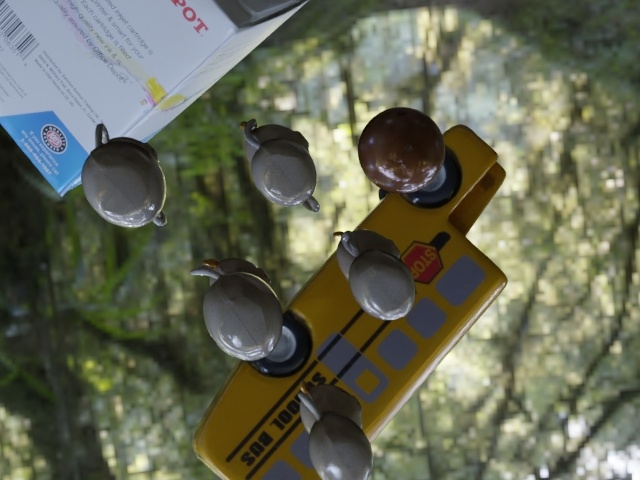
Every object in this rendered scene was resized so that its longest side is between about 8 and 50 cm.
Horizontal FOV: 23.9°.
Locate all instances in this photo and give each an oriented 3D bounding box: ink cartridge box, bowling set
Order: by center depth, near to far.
[{"bbox_3d":[0.000,0.000,0.979,0.200,0.287,0.154,-36,-171,1],"label":"bowling set"},{"bbox_3d":[-0.164,-0.189,1.290,0.233,0.171,0.168,-37,-178,28],"label":"ink cartridge box"}]

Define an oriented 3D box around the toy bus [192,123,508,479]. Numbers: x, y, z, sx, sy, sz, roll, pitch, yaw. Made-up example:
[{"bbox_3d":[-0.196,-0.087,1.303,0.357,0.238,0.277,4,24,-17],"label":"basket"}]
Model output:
[{"bbox_3d":[0.034,0.065,1.208,0.332,0.130,0.108,-48,180,-10],"label":"toy bus"}]
